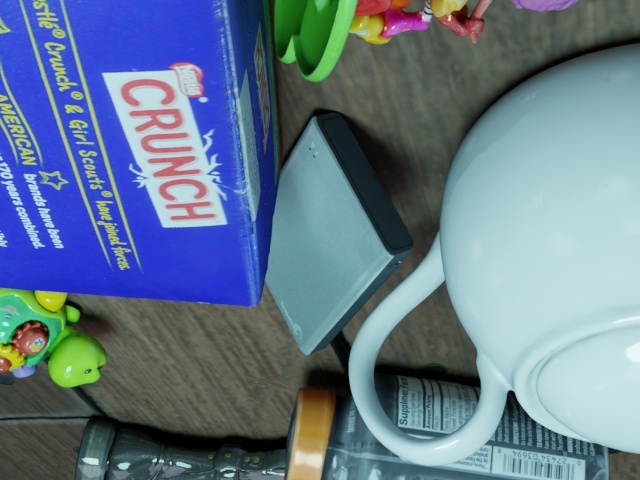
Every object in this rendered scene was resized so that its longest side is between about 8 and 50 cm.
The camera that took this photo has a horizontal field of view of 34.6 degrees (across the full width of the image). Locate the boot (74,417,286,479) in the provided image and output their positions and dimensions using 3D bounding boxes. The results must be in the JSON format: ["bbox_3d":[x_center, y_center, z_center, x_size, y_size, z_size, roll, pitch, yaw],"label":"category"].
[{"bbox_3d":[-0.128,0.270,1.047,0.229,0.091,0.263,9,145,-2],"label":"boot"}]

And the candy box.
[{"bbox_3d":[-0.183,-0.090,0.485,0.317,0.122,0.268,6,146,4],"label":"candy box"}]

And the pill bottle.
[{"bbox_3d":[0.095,0.179,0.833,0.246,0.130,0.130,9,147,-2],"label":"pill bottle"}]

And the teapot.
[{"bbox_3d":[0.175,0.033,0.547,0.253,0.187,0.256,16,147,-13],"label":"teapot"}]

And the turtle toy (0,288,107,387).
[{"bbox_3d":[-0.226,0.071,0.786,0.130,0.066,0.095,17,146,-14],"label":"turtle toy"}]

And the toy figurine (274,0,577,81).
[{"bbox_3d":[0.072,-0.117,0.426,0.159,0.130,0.173,4,170,-12],"label":"toy figurine"}]

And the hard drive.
[{"bbox_3d":[0.000,0.000,0.619,0.022,0.094,0.135,-17,159,-31],"label":"hard drive"}]
